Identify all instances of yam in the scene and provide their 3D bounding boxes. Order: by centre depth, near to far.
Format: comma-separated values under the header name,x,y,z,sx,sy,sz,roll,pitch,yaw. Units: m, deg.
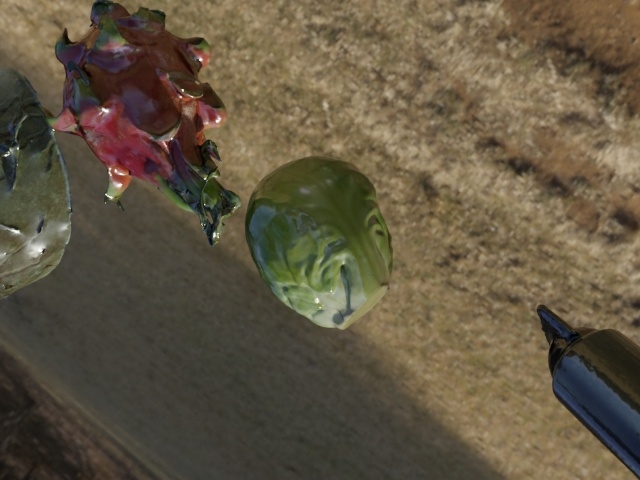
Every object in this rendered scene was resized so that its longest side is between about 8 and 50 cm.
name,x,y,z,sx,sy,sz,roll,pitch,yaw
yam,-0.447,-0.015,0.930,0.241,0.348,0.241,33,141,33

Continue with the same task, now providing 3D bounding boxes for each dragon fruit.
name,x,y,z,sx,sy,sz,roll,pitch,yaw
dragon fruit,-0.150,-0.098,0.786,0.137,0.135,0.236,-25,92,51

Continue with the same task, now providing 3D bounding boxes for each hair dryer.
name,x,y,z,sx,sy,sz,roll,pitch,yaw
hair dryer,0.268,0.176,0.725,0.195,0.078,0.248,47,172,51

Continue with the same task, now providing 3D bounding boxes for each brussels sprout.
name,x,y,z,sx,sy,sz,roll,pitch,yaw
brussels sprout,0.000,0.000,1.255,0.244,0.244,0.244,35,159,16
